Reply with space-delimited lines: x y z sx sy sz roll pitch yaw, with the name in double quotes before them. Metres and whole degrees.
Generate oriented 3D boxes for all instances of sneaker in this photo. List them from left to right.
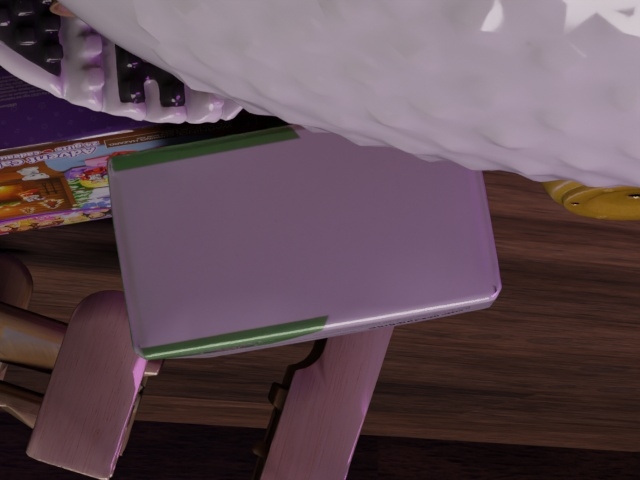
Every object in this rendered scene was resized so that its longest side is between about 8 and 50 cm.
"sneaker" -0.058 -0.115 1.043 0.292 0.110 0.118 2 180 -27

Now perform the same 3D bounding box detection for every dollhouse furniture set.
"dollhouse furniture set" -0.147 0.069 1.626 0.394 0.257 0.362 19 176 -3

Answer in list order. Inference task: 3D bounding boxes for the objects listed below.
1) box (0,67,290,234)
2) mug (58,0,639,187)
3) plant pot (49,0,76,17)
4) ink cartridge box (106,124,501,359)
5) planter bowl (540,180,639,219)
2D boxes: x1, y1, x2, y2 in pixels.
"box" -0.104 -0.070 1.234 0.293 0.057 0.201 -9 168 -3
"mug" 0.093 -0.164 0.575 0.328 0.276 0.374 2 -162 16
"plant pot" -0.008 -0.129 0.871 0.236 0.032 0.236 -4 -177 0
"ink cartridge box" 0.000 0.000 1.138 0.201 0.117 0.278 -10 176 4
"planter bowl" 0.212 -0.067 1.272 0.217 0.090 0.217 0 166 0
